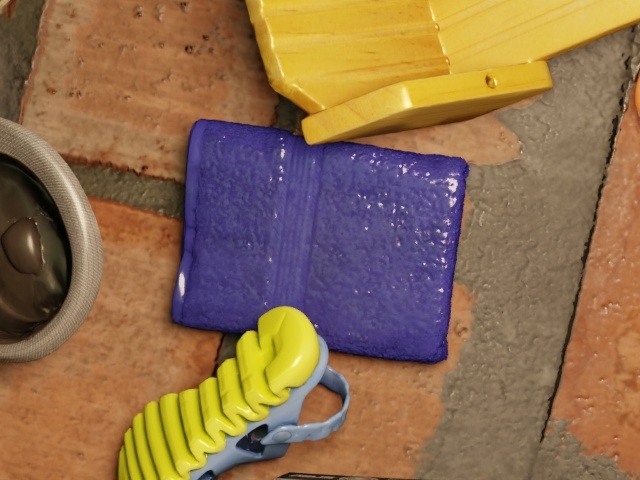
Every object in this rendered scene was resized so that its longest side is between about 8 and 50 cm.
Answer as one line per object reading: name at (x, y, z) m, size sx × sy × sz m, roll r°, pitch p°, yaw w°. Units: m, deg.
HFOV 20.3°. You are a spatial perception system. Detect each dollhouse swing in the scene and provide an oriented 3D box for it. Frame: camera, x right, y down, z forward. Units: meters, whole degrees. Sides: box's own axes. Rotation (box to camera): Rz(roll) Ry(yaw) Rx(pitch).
dollhouse swing at (0.127, -0.313, 1.742) m, size 0.305 × 0.315 × 0.347 m, roll -22°, pitch 82°, yaw 52°

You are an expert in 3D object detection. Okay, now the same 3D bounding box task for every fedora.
fedora at (-0.345, -0.006, 1.963) m, size 0.243 × 0.124 × 0.275 m, roll -32°, pitch 90°, yaw 14°

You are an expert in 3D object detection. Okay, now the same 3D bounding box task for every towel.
towel at (0.000, 0.000, 1.904) m, size 0.308 × 0.076 × 0.228 m, roll 9°, pitch 99°, yaw 14°

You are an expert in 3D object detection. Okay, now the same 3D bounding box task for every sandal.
sandal at (-0.088, 0.203, 1.897) m, size 0.317 × 0.138 × 0.126 m, roll -35°, pitch 43°, yaw 27°

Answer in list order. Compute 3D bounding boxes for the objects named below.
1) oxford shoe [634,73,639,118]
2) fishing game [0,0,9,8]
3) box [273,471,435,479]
oxford shoe at (0.444, -0.245, 1.736) m, size 0.130 × 0.133 × 0.364 m, roll 25°, pitch 101°, yaw -11°
fishing game at (-0.446, -0.359, 2.041) m, size 0.189 × 0.041 × 0.264 m, roll -37°, pitch 80°, yaw 9°
box at (0.083, 0.360, 1.878) m, size 0.270 × 0.060 × 0.216 m, roll 1°, pitch 89°, yaw 15°
